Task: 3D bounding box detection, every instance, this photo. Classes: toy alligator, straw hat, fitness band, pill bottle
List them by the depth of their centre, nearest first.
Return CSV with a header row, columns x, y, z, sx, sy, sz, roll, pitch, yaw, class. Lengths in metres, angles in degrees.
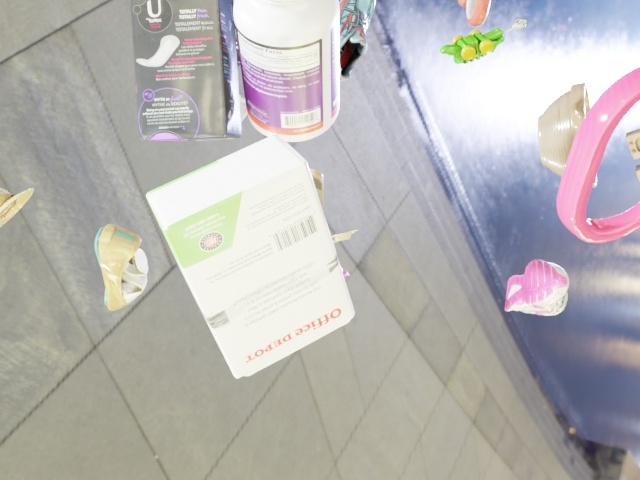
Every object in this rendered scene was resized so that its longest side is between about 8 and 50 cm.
x,y,z,sx,sy,sz,roll,pitch,yaw,class
0.461,-0.124,1.067,0.209,0.054,0.291,-12,131,-18,fitness band
-0.056,-0.343,1.265,0.181,0.181,0.323,-59,161,-33,pill bottle
0.330,-0.394,1.437,0.189,0.056,0.051,-20,135,-7,toy alligator
-0.679,-0.081,1.502,0.061,0.144,0.144,42,53,-10,straw hat

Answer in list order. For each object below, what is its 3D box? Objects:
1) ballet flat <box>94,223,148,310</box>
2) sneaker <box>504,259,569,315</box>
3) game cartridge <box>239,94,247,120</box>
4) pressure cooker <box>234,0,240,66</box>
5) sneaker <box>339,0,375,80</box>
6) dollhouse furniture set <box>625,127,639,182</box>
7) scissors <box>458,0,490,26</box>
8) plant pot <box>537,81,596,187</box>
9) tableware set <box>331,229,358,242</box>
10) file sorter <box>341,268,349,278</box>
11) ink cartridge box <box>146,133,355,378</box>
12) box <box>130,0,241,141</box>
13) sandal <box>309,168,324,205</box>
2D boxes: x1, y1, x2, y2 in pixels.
x,y,z,sx,sy,sz,roll,pitch,yaw,class
-0.318,0.058,1.161,0.232,0.073,0.080,106,-5,-59,ballet flat
0.503,0.110,1.586,0.252,0.111,0.103,113,-12,-78,sneaker
-0.210,-0.338,1.826,0.056,0.083,0.017,12,48,-37,game cartridge
-0.176,-0.759,2.300,0.420,0.375,0.370,-114,-158,-60,pressure cooker
0.083,-0.493,1.734,0.104,0.125,0.262,26,88,-40,sneaker
0.666,-0.137,1.326,0.151,0.144,0.123,63,30,-15,dollhouse furniture set
0.184,-0.356,0.728,0.297,0.021,0.109,96,-3,-53,scissors
0.557,-0.231,1.612,0.237,0.109,0.237,22,65,-61,plant pot
0.000,0.000,1.653,0.168,0.141,0.020,-9,86,-40,tableware set
-0.099,0.097,2.013,0.290,0.202,0.182,-25,87,-59,file sorter
-0.088,0.025,0.978,0.198,0.115,0.273,-26,126,-12,ink cartridge box
-0.244,-0.321,1.316,0.143,0.165,0.270,-56,144,-81,box
-0.023,-0.154,1.940,0.240,0.088,0.079,111,-4,-68,sandal
